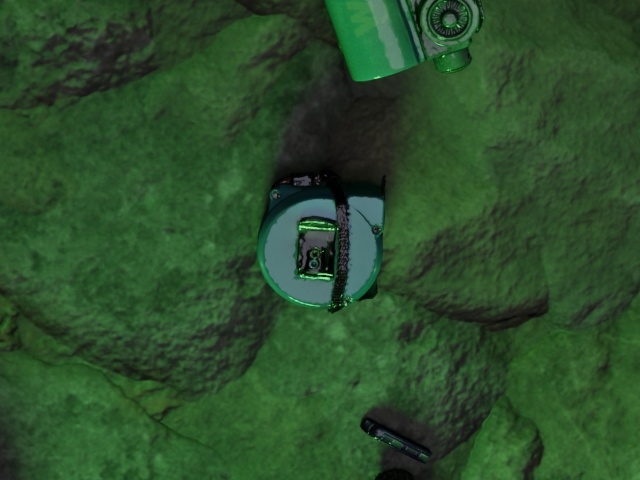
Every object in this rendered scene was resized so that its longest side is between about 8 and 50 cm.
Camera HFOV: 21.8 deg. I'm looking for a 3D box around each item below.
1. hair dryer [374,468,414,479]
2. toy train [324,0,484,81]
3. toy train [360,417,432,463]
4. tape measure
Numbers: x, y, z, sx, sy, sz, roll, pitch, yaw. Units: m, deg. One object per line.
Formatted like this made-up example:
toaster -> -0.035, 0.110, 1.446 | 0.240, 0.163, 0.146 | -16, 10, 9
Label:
hair dryer -> 0.020, 0.345, 1.780 | 0.194, 0.050, 0.173 | -11, 105, -4
toy train -> 0.059, -0.265, 1.578 | 0.159, 0.101, 0.248 | -18, 108, 9
toy train -> 0.079, 0.213, 1.761 | 0.083, 0.017, 0.017 | 28, 99, -16
tape measure -> 0.000, 0.000, 1.650 | 0.125, 0.081, 0.146 | 3, 106, 0
